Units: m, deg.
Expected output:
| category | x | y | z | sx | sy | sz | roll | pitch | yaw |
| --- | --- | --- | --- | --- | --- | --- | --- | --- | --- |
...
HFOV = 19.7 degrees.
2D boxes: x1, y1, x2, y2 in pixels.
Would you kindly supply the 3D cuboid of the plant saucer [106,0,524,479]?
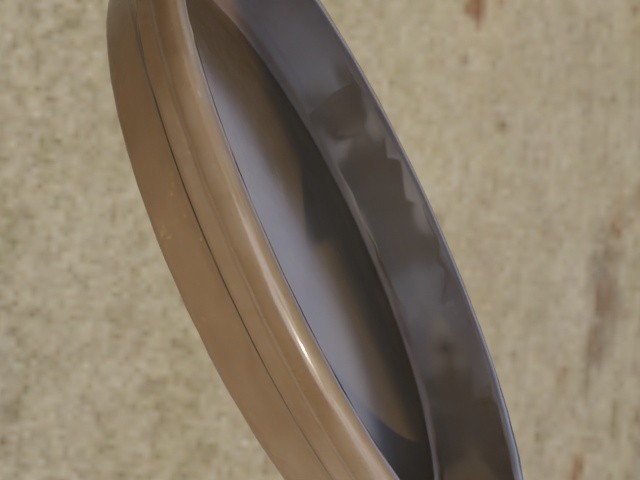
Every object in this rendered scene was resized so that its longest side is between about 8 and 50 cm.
| category | x | y | z | sx | sy | sz | roll | pitch | yaw |
| --- | --- | --- | --- | --- | --- | --- | --- | --- | --- |
| plant saucer | 0.000 | 0.000 | 0.661 | 0.278 | 0.041 | 0.278 | 58 | 16 | -28 |
